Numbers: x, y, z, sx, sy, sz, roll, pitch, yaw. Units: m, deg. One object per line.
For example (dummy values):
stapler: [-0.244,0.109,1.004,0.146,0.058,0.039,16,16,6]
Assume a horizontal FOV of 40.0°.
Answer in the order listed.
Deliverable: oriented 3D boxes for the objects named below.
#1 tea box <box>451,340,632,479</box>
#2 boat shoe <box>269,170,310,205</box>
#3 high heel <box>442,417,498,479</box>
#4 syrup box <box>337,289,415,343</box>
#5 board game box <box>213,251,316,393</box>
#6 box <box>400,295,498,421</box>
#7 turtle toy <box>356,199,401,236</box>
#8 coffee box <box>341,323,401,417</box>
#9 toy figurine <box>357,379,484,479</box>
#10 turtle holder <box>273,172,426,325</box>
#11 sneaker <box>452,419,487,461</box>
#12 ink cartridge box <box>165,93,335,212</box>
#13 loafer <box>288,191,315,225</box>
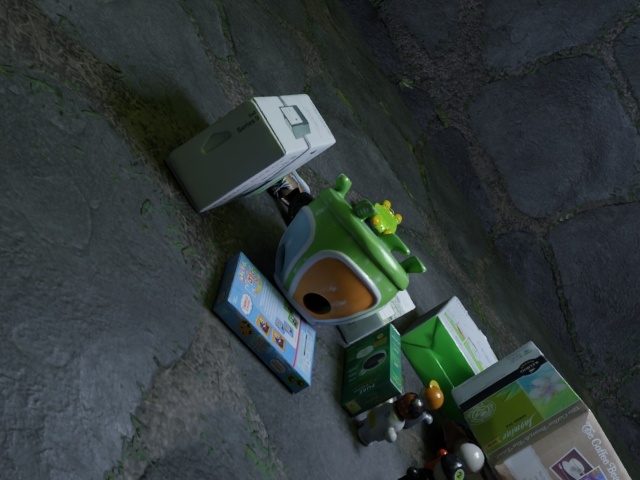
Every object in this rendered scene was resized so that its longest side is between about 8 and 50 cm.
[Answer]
tea box: [0.470,0.444,1.802,0.329,0.220,0.323,57,3,-17]
boat shoe: [-0.078,-0.125,1.886,0.183,0.066,0.066,40,27,-38]
high heel: [0.310,0.483,1.814,0.186,0.093,0.261,55,9,-6]
syrup box: [0.112,0.141,1.874,0.093,0.096,0.237,61,20,7]
board game box: [-0.090,0.138,1.503,0.211,0.039,0.160,50,21,-20]
box: [0.325,0.288,2.095,0.262,0.127,0.231,57,20,2]
turtle toy: [0.149,-0.058,2.295,0.130,0.066,0.095,49,45,-13]
coffee box: [0.098,0.245,1.669,0.040,0.113,0.184,52,19,-21]
toy figurine: [0.190,0.374,1.627,0.213,0.148,0.209,10,50,-63]
turtle holder: [0.020,0.019,1.649,0.243,0.227,0.320,45,5,-46]
sneaker: [0.333,0.455,1.968,0.144,0.053,0.059,44,26,-28]
ink cartridge box: [-0.124,-0.168,1.643,0.121,0.211,0.289,58,21,1]
loafer: [0.000,0.000,1.878,0.220,0.080,0.078,65,14,2]
